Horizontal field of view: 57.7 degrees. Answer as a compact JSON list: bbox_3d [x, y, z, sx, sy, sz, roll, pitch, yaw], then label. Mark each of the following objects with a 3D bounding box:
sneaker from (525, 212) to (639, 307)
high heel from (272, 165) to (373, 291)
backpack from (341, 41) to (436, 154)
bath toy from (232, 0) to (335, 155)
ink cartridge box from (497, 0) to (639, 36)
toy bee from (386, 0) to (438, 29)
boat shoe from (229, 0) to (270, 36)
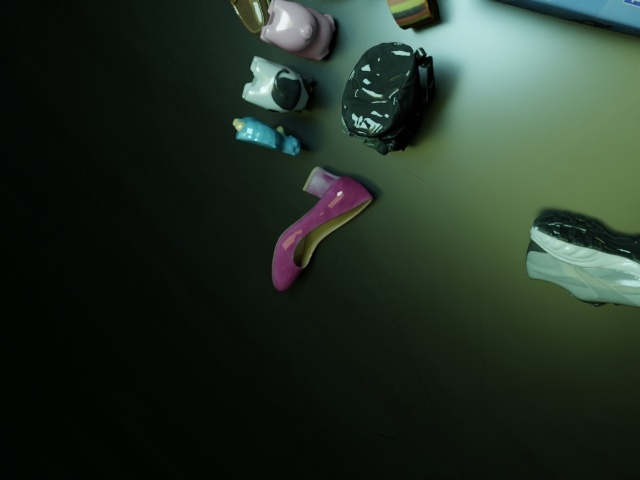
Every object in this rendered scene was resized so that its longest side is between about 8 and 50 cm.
[{"bbox_3d":[0.426,0.052,0.825,0.271,0.100,0.108,23,127,22],"label":"sneaker"},{"bbox_3d":[0.000,0.000,1.014,0.117,0.082,0.244,31,102,26],"label":"high heel"},{"bbox_3d":[0.095,-0.202,0.859,0.115,0.182,0.152,28,94,14],"label":"backpack"},{"bbox_3d":[-0.033,-0.311,0.920,0.129,0.151,0.348,15,110,-16],"label":"bath toy"},{"bbox_3d":[0.286,-0.393,0.641,0.395,0.151,0.270,12,111,-5],"label":"ink cartridge box"},{"bbox_3d":[0.076,-0.409,0.766,0.195,0.162,0.298,-31,112,35],"label":"toy bee"},{"bbox_3d":[-0.138,-0.426,0.973,0.064,0.060,0.178,-21,94,29],"label":"boat shoe"}]
